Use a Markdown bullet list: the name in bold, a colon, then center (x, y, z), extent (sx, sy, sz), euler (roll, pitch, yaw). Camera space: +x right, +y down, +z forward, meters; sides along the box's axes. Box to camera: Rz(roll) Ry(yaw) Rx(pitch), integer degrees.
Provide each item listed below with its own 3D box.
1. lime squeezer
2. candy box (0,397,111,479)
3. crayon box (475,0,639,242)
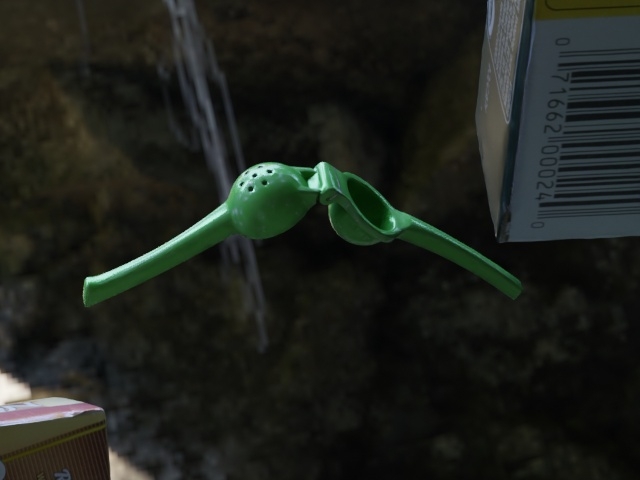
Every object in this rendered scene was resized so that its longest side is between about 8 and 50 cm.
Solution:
- **lime squeezer**: center (0.000, 0.000, 1.283), extent (0.310, 0.059, 0.110), euler (-1, -67, -14)
- **candy box**: center (-0.212, 0.261, 1.119), extent (0.183, 0.316, 0.087), euler (-6, 2, -29)
- **crayon box**: center (0.223, -0.099, 0.683), extent (0.318, 0.081, 0.202), euler (-2, -45, -4)
